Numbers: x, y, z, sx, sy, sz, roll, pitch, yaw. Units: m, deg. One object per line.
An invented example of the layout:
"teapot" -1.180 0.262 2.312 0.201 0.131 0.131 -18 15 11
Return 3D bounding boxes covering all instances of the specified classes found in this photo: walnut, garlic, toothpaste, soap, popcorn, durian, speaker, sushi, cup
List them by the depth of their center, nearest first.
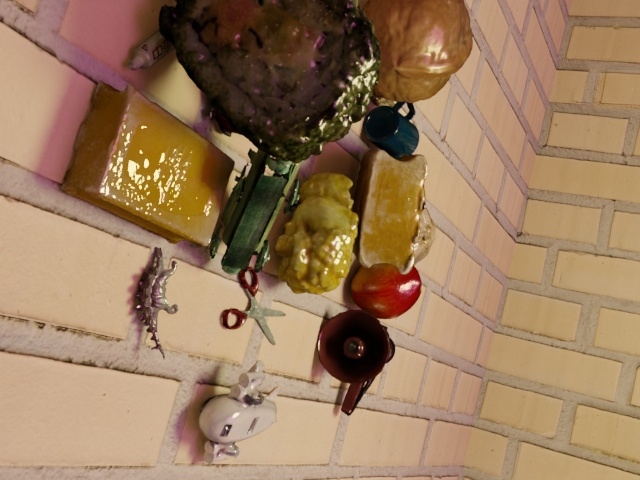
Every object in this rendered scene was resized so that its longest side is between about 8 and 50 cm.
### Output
"sushi" -0.064 -0.321 1.269 0.294 0.352 0.178 -44 167 9
"soap" -0.284 -0.119 1.316 0.315 0.091 0.199 35 70 -58
"toothpaste" -0.262 -0.358 1.328 0.233 0.038 0.060 -55 147 -41
"popcorn" 0.000 0.000 1.785 0.225 0.174 0.286 82 20 -57
"walnut" 0.221 -0.497 1.875 0.344 0.306 0.306 -66 151 -52
"soap" 0.169 -0.082 1.924 0.335 0.156 0.293 -104 -156 -82
"durian" 0.178 -0.405 2.053 0.140 0.110 0.071 -14 76 -52
"cup" 0.195 -0.313 2.077 0.138 0.113 0.150 25 72 -59
"speaker" 0.131 0.348 2.113 0.329 0.198 0.259 42 44 -66
"garlic" 0.257 -0.020 2.241 0.228 0.152 0.228 8 90 -66

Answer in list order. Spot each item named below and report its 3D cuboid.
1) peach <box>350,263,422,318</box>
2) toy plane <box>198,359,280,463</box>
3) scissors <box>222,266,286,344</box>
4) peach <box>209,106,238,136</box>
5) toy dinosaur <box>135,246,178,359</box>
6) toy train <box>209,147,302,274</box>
"peach" 0.193 0.131 2.123 0.197 0.197 0.197 -28 123 -55
"toy plane" -0.178 0.373 1.646 0.245 0.117 0.244 -37 145 -32
"scissors" -0.141 0.165 1.735 0.247 0.017 0.144 49 58 -56
"peach" -0.053 -0.344 1.532 0.362 0.201 0.257 -38 130 -50
"toy dinosaur" -0.303 0.116 1.402 0.082 0.039 0.209 -3 92 -57
"toy train" -0.131 -0.075 1.477 0.189 0.126 0.307 -95 -155 -47
